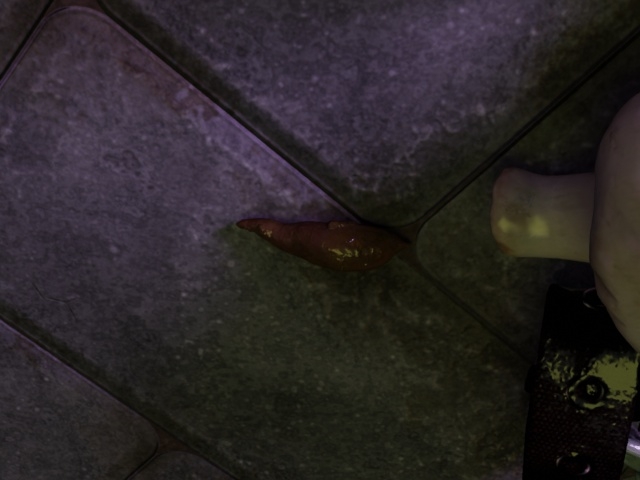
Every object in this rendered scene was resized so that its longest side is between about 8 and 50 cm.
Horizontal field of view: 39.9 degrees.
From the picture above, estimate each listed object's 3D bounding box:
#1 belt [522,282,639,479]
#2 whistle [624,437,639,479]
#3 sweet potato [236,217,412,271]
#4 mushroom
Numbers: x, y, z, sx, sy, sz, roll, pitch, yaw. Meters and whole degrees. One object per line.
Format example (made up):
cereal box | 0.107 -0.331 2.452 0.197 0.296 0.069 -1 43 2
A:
belt | 0.334 0.183 1.081 0.164 0.184 0.289 8 125 15
whistle | 0.497 0.328 1.213 0.235 0.077 0.114 24 147 -3
sweet potato | 0.001 0.004 1.101 0.226 0.068 0.068 7 123 6
mushroom | 0.366 -0.030 0.886 0.356 0.315 0.315 22 123 4
